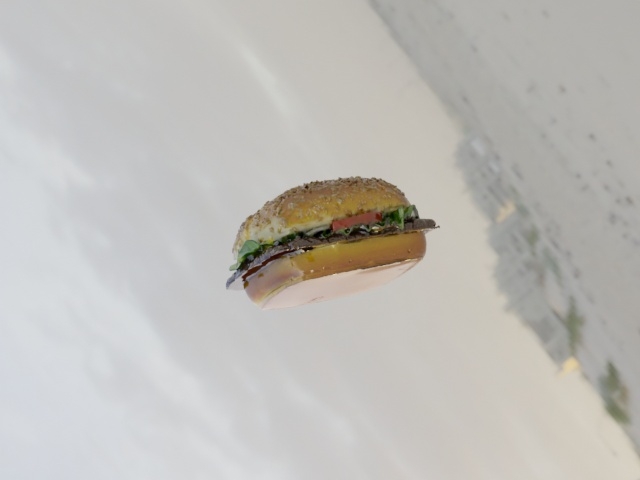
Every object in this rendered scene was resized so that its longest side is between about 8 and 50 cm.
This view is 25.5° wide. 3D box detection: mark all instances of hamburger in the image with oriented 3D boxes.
[{"bbox_3d":[0.000,0.000,1.162,0.166,0.137,0.087,-9,-105,-34],"label":"hamburger"}]
